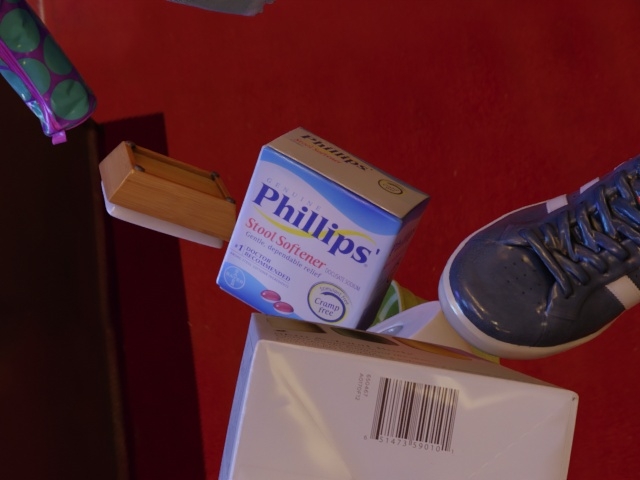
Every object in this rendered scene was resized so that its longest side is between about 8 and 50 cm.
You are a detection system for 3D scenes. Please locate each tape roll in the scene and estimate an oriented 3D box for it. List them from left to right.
[{"bbox_3d":[0.082,0.202,1.225,0.286,0.286,0.100,-32,92,-5],"label":"tape roll"}]

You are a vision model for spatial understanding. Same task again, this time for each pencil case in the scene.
[{"bbox_3d":[-0.271,-0.167,0.769,0.064,0.152,0.070,-16,41,20],"label":"pencil case"}]

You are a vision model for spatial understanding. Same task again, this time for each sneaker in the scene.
[{"bbox_3d":[0.256,-0.020,0.676,0.350,0.148,0.131,-21,66,-23],"label":"sneaker"}]

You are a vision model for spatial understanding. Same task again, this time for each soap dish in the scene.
[{"bbox_3d":[-0.332,-0.104,1.845,0.290,0.229,0.118,19,107,-26],"label":"soap dish"}]

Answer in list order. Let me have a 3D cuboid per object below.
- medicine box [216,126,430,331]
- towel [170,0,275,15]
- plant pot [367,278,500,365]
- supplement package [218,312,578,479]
[{"bbox_3d":[0.000,0.000,1.420,0.263,0.149,0.289,29,120,14],"label":"medicine box"},{"bbox_3d":[-0.107,-0.348,0.719,0.320,0.374,0.090,-41,64,38],"label":"towel"},{"bbox_3d":[0.215,0.231,1.683,0.253,0.276,0.276,14,73,-16],"label":"plant pot"},{"bbox_3d":[0.028,0.171,0.607,0.199,0.262,0.198,10,87,-5],"label":"supplement package"}]
